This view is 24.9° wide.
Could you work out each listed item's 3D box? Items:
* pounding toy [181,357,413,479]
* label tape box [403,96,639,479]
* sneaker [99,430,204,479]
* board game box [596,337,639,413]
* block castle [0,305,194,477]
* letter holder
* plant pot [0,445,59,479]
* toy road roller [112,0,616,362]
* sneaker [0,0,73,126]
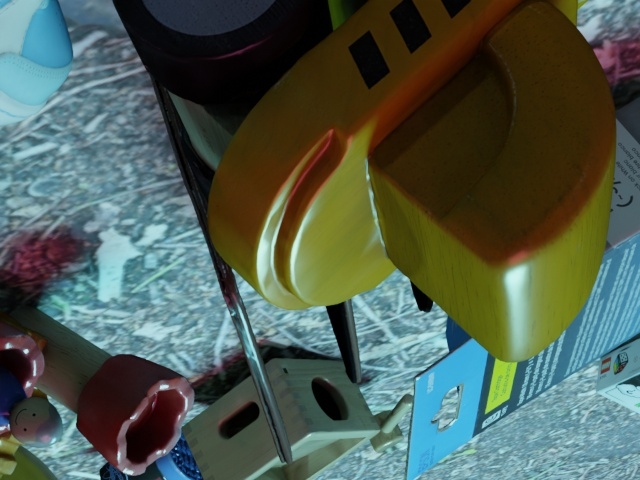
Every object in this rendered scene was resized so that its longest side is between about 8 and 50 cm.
[{"bbox_3d":[0.001,0.165,1.412,0.181,0.094,0.206,-38,156,24],"label":"pounding toy"},{"bbox_3d":[0.180,0.032,1.163,0.333,0.106,0.241,-30,155,-14],"label":"label tape box"},{"bbox_3d":[-0.139,0.259,1.509,0.090,0.081,0.232,-23,146,15],"label":"sneaker"},{"bbox_3d":[0.482,0.178,1.585,0.305,0.053,0.193,26,149,-17],"label":"board game box"},{"bbox_3d":[-0.290,0.255,1.006,0.453,0.213,0.303,-61,154,-1],"label":"block castle"},{"bbox_3d":[0.000,0.000,0.964,0.152,0.214,0.302,-17,152,-3],"label":"letter holder"},{"bbox_3d":[-0.349,0.305,1.309,0.254,0.254,0.239,8,126,-41],"label":"plant pot"},{"bbox_3d":[0.080,-0.094,0.720,0.329,0.240,0.202,-42,157,-11],"label":"toy road roller"},{"bbox_3d":[-0.121,-0.174,0.671,0.208,0.127,0.319,-19,155,1],"label":"sneaker"}]
